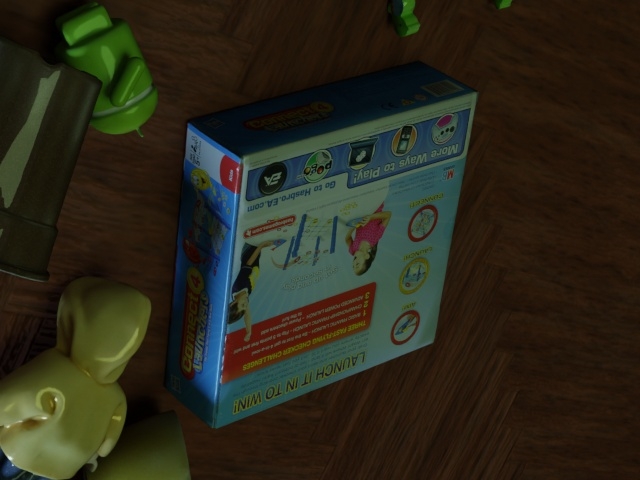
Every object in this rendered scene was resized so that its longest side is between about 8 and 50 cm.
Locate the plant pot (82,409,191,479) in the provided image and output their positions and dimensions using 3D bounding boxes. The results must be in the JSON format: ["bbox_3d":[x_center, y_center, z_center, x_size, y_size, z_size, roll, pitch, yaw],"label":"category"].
[{"bbox_3d":[-0.181,0.238,1.692,0.095,0.134,0.134,-8,126,-12],"label":"plant pot"}]

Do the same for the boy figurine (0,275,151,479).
[{"bbox_3d":[-0.252,0.160,1.577,0.177,0.092,0.285,20,100,-50],"label":"boy figurine"}]

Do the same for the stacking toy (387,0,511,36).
[{"bbox_3d":[0.150,-0.311,1.695,0.167,0.052,0.221,-20,130,-36],"label":"stacking toy"}]

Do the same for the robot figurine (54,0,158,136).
[{"bbox_3d":[-0.178,-0.139,1.445,0.067,0.101,0.115,-28,112,-13],"label":"robot figurine"}]

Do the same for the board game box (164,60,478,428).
[{"bbox_3d":[0.000,0.000,1.729,0.308,0.086,0.302,-18,128,-38],"label":"board game box"}]

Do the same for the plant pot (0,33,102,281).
[{"bbox_3d":[-0.258,-0.075,1.358,0.167,0.167,0.165,22,93,-51],"label":"plant pot"}]
